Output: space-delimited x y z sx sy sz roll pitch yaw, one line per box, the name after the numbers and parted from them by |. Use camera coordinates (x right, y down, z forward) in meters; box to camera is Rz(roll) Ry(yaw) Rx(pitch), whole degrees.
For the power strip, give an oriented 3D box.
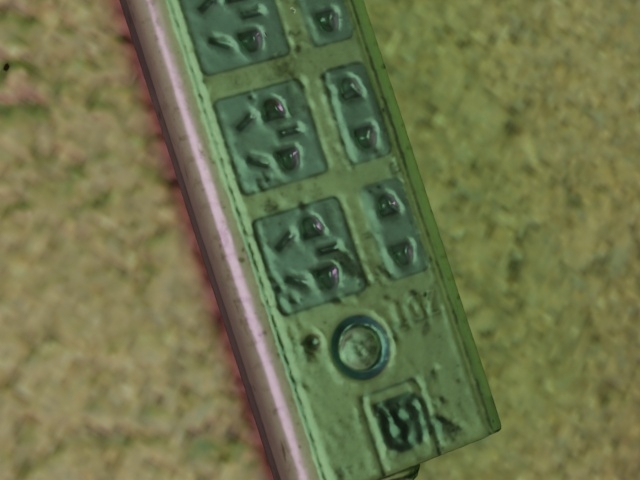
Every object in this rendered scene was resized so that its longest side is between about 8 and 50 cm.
0.000 0.000 0.743 0.092 0.034 0.268 -17 89 -26 | power strip
